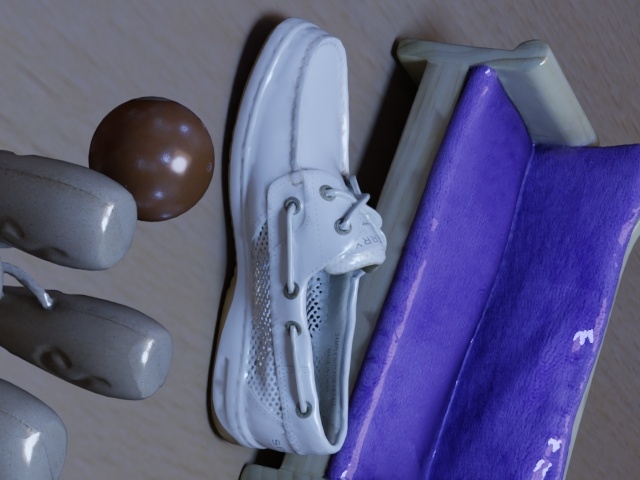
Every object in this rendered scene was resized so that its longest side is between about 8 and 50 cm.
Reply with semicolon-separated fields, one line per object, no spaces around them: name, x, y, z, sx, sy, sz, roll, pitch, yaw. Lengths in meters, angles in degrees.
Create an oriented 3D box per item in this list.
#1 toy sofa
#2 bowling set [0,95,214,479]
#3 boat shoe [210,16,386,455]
toy sofa;0.102;0.049;1.223;0.150;0.177;0.363;46;59;-55
bowling set;-0.146;0.018;0.735;0.287;0.154;0.200;87;27;-47
boat shoe;0.000;0.000;1.112;0.098;0.096;0.277;-8;105;-58
